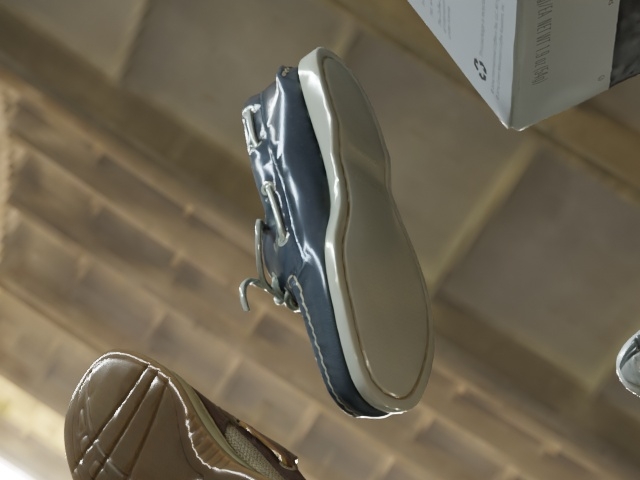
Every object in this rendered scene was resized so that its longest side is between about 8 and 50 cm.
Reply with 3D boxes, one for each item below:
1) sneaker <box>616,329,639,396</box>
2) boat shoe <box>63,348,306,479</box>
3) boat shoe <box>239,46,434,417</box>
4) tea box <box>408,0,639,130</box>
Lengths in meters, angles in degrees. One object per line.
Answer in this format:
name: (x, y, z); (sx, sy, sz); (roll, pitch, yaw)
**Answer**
sneaker: (0.400, 0.109, 1.891); (0.129, 0.297, 0.111); (-35, -113, 56)
boat shoe: (-0.073, 0.194, 1.482); (0.123, 0.123, 0.342); (31, -1, -44)
boat shoe: (0.000, 0.000, 1.147); (0.079, 0.255, 0.095); (-29, -35, 24)
tea box: (0.212, -0.303, 1.312); (0.220, 0.323, 0.329); (56, -15, 31)
